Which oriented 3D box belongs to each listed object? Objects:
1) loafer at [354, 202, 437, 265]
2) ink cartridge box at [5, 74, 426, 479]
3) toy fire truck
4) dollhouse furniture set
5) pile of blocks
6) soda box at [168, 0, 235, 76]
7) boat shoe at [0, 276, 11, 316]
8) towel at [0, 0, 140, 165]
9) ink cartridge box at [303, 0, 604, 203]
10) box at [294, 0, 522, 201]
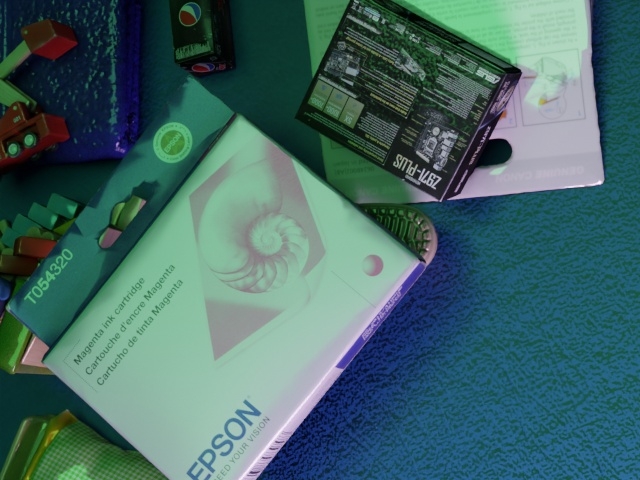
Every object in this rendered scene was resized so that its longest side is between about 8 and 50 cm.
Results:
[{"bbox_3d":[0.000,0.000,1.366,0.268,0.092,0.102,9,83,22],"label":"loafer"},{"bbox_3d":[-0.120,0.046,1.294,0.330,0.071,0.324,39,93,13],"label":"ink cartridge box"},{"bbox_3d":[-0.358,-0.158,1.504,0.192,0.047,0.135,-26,77,20],"label":"toy fire truck"},{"bbox_3d":[-0.269,0.223,1.409,0.197,0.151,0.301,21,89,25],"label":"dollhouse furniture set"},{"bbox_3d":[-0.366,0.023,1.509,0.362,0.112,0.149,-31,70,15],"label":"pile of blocks"},{"bbox_3d":[-0.141,-0.280,1.496,0.053,0.060,0.169,-11,76,20],"label":"soda box"},{"bbox_3d":[-0.458,0.061,1.433,0.258,0.109,0.089,8,81,42],"label":"boat shoe"},{"bbox_3d":[-0.356,-0.200,1.573,0.308,0.076,0.228,-2,87,22],"label":"towel"},{"bbox_3d":[0.140,-0.239,1.376,0.308,0.091,0.385,-5,95,22],"label":"ink cartridge box"},{"bbox_3d":[0.090,-0.148,1.316,0.180,0.077,0.147,30,108,14],"label":"box"}]
